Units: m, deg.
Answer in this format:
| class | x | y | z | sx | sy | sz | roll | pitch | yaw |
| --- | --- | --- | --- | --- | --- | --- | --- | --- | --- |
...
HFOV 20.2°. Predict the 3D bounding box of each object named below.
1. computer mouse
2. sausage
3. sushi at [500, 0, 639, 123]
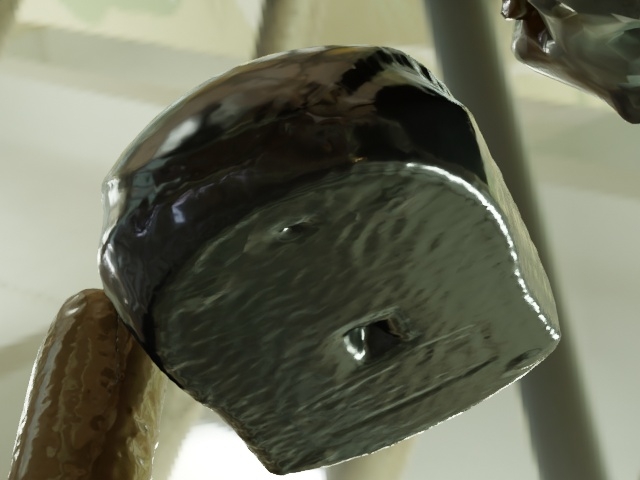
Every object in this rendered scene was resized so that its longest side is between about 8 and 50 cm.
| class | x | y | z | sx | sy | sz | roll | pitch | yaw |
| --- | --- | --- | --- | --- | --- | --- | --- | --- | --- |
| computer mouse | 0.000 | 0.000 | 0.631 | 0.137 | 0.269 | 0.086 | -25 | -116 | 5 |
| sausage | -0.097 | 0.144 | 0.685 | 0.066 | 0.066 | 0.301 | -5 | -130 | 7 |
| sushi | 0.248 | -0.145 | 0.634 | 0.417 | 0.176 | 0.417 | 3 | 164 | 1 |
